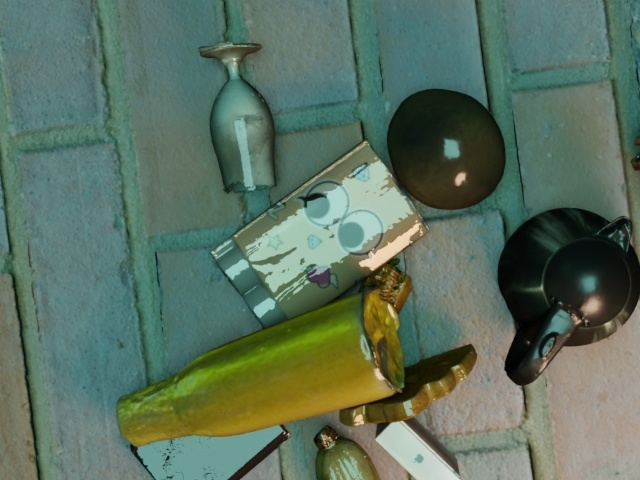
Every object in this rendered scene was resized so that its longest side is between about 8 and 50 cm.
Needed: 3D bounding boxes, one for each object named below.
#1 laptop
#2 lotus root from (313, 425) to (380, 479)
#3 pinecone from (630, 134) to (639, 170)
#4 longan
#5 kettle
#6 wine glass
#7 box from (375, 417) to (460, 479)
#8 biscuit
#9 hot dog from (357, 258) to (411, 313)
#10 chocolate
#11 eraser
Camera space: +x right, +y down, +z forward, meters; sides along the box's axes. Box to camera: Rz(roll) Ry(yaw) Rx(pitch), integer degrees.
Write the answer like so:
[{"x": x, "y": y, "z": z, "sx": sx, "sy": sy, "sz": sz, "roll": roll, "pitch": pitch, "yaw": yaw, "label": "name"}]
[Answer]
[{"x": -0.171, "y": 0.307, "z": 1.965, "sx": 0.207, "sy": 0.026, "sz": 0.154, "roll": -41, "pitch": 86, "yaw": 2, "label": "laptop"}, {"x": 0.041, "y": 0.361, "z": 1.925, "sx": 0.090, "sy": 0.077, "sz": 0.183, "roll": -25, "pitch": 92, "yaw": -4, "label": "lotus root"}, {"x": 0.551, "y": -0.096, "z": 1.848, "sx": 0.204, "sy": 0.179, "sz": 0.184, "roll": 30, "pitch": 119, "yaw": 44, "label": "pinecone"}, {"x": 0.184, "y": -0.135, "z": 1.879, "sx": 0.167, "sy": 0.167, "sz": 0.187, "roll": -40, "pitch": 67, "yaw": 3, "label": "longan"}, {"x": 0.344, "y": 0.064, "z": 1.810, "sx": 0.251, "sy": 0.271, "sz": 0.207, "roll": -24, "pitch": 89, "yaw": 2, "label": "kettle"}, {"x": -0.120, "y": -0.184, "z": 1.917, "sx": 0.103, "sy": 0.103, "sz": 0.222, "roll": -9, "pitch": 90, "yaw": 3, "label": "wine glass"}, {"x": 0.145, "y": 0.312, "z": 1.892, "sx": 0.129, "sy": 0.130, "sz": 0.051, "roll": 44, "pitch": 94, "yaw": 2, "label": "box"}, {"x": 0.135, "y": 0.217, "z": 1.876, "sx": 0.239, "sy": 0.212, "sz": 0.041, "roll": -23, "pitch": 95, "yaw": -23, "label": "biscuit"}, {"x": 0.078, "y": 0.113, "z": 1.933, "sx": 0.072, "sy": 0.055, "sz": 0.188, "roll": 27, "pitch": 93, "yaw": 4, "label": "hot dog"}, {"x": -0.095, "y": 0.197, "z": 1.864, "sx": 0.445, "sy": 0.162, "sz": 0.162, "roll": -18, "pitch": 89, "yaw": 20, "label": "chocolate"}, {"x": 0.000, "y": 0.000, "z": 1.919, "sx": 0.290, "sy": 0.087, "sz": 0.171, "roll": -35, "pitch": 93, "yaw": 3, "label": "eraser"}]
